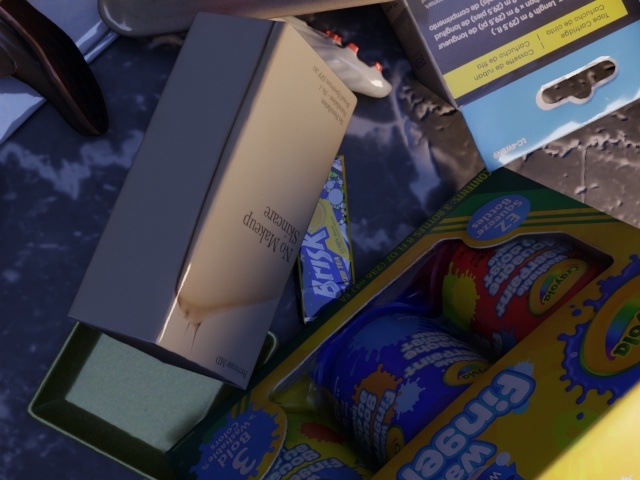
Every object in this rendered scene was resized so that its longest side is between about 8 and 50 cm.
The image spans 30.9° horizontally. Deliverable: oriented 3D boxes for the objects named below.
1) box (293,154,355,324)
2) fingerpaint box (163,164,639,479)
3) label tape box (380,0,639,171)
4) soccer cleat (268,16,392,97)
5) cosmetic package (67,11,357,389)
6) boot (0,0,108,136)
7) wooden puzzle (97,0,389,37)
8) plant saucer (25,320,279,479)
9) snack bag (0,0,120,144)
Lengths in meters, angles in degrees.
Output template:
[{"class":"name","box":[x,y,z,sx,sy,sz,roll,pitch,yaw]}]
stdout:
[{"class":"box","box":[0.000,0.000,1.183,0.059,0.054,0.168,-5,88,-7]},{"class":"fingerpaint box","box":[0.120,0.166,1.015,0.445,0.371,0.163,-41,120,-6]},{"class":"label tape box","box":[0.190,-0.274,1.186,0.249,0.115,0.347,-27,94,-6]},{"class":"soccer cleat","box":[-0.020,-0.188,1.186,0.196,0.068,0.076,29,100,-4]},{"class":"cosmetic package","box":[-0.092,-0.037,1.073,0.113,0.160,0.309,12,76,32]},{"class":"boot","box":[-0.303,-0.175,1.126,0.106,0.082,0.219,-31,99,19]},{"class":"wooden puzzle","box":[-0.049,-0.368,1.094,0.348,0.080,0.322,-3,76,17]},{"class":"plant saucer","box":[-0.166,0.133,1.164,0.188,0.045,0.188,29,86,-5]},{"class":"snack bag","box":[-0.361,-0.278,1.160,0.342,0.037,0.323,-44,94,-6]}]
